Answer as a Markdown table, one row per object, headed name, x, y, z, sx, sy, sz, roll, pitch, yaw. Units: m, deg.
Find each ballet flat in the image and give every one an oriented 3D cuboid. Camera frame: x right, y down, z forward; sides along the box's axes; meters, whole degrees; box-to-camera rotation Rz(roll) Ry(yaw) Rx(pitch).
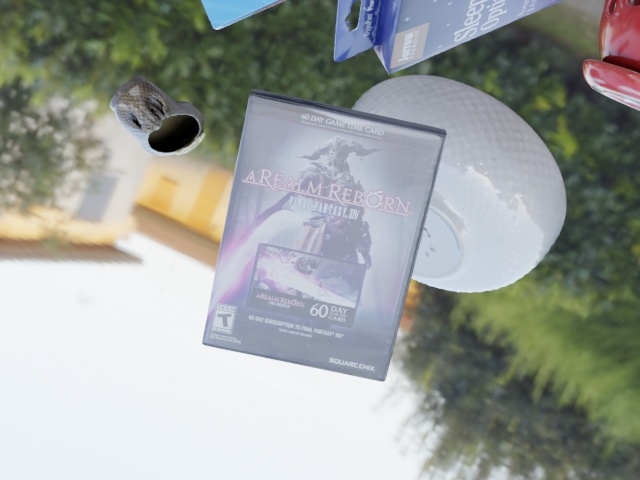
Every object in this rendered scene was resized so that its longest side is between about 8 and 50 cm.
| name | x | y | z | sx | sy | sz | roll | pitch | yaw |
| --- | --- | --- | --- | --- | --- | --- | --- | --- | --- |
| ballet flat | -0.187 | -0.138 | 1.496 | 0.058 | 0.084 | 0.250 | 45 | 180 | 12 |

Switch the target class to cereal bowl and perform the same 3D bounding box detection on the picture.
| name | x | y | z | sx | sy | sz | roll | pitch | yaw |
| --- | --- | --- | --- | --- | --- | --- | --- | --- | --- |
| cereal bowl | 0.156 | -0.051 | 1.682 | 0.339 | 0.141 | 0.339 | 22 | 143 | 18 |

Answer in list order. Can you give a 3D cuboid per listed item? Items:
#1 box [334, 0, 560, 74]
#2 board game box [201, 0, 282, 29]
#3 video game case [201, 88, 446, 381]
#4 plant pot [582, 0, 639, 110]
| name | x | y | z | sx | sy | sz | roll | pitch | yaw |
| --- | --- | --- | --- | --- | --- | --- | --- | --- | --- |
| box | 0.119 | -0.206 | 0.994 | 0.136 | 0.225 | 0.036 | 94 | 151 | -69 |
| board game box | 0.067 | -0.336 | 1.255 | 0.302 | 0.086 | 0.308 | -16 | -167 | 36 |
| video game case | 0.000 | 0.000 | 1.238 | 0.196 | 0.274 | 0.026 | 12 | -159 | -2 |
| plant pot | 0.417 | -0.234 | 1.447 | 0.191 | 0.174 | 0.191 | 21 | -174 | -2 |
